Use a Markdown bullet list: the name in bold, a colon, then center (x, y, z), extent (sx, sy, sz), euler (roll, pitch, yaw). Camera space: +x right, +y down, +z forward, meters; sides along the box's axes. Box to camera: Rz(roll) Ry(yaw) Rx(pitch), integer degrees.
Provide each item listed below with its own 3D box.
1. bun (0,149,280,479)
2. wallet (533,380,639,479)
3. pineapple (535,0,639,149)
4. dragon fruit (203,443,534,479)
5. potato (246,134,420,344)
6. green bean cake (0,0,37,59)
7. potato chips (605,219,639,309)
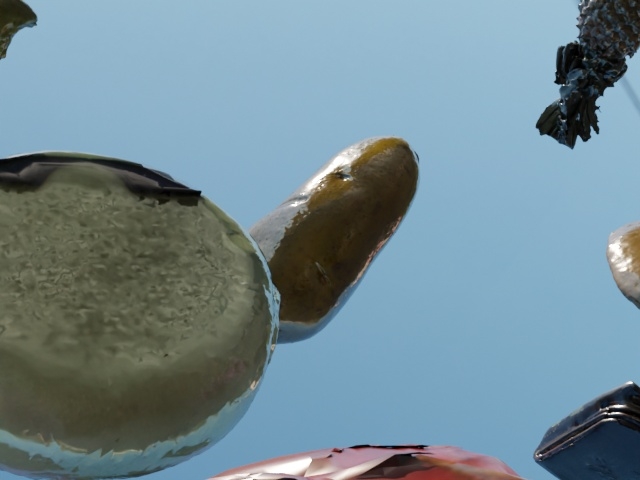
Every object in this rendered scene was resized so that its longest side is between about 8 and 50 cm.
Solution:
- **bun**: center (-0.182, 0.076, 0.878), extent (0.293, 0.187, 0.293), euler (10, -137, -9)
- **wallet**: center (0.238, 0.175, 0.685), extent (0.232, 0.122, 0.031), euler (37, -116, 2)
- **pineapple**: center (0.232, -0.153, 0.989), extent (0.074, 0.159, 0.074), euler (20, -157, -9)
- **dragon fruit**: center (0.021, 0.205, 0.398), extent (0.302, 0.296, 0.295), euler (-11, -106, -60)
- **potato**: center (0.000, 0.000, 1.540), extent (0.176, 0.195, 0.369), euler (40, -107, 16)
- **green bean cake**: center (-0.354, -0.097, 0.963), extent (0.124, 0.236, 0.233), euler (25, -153, 27)
- **potato chips**: center (0.334, 0.031, 1.047), extent (0.150, 0.049, 0.201), euler (19, -152, -3)
